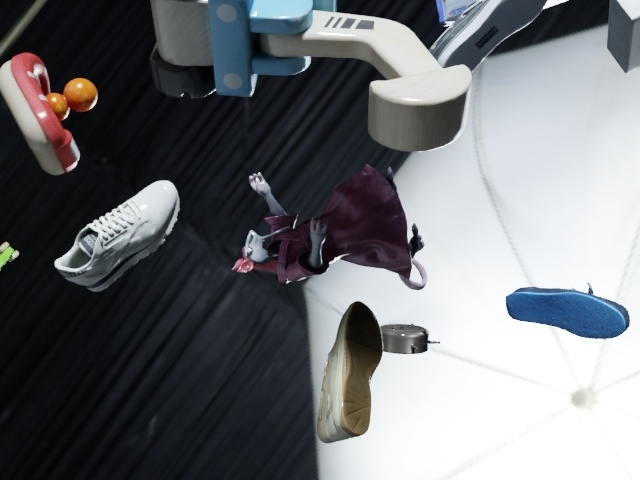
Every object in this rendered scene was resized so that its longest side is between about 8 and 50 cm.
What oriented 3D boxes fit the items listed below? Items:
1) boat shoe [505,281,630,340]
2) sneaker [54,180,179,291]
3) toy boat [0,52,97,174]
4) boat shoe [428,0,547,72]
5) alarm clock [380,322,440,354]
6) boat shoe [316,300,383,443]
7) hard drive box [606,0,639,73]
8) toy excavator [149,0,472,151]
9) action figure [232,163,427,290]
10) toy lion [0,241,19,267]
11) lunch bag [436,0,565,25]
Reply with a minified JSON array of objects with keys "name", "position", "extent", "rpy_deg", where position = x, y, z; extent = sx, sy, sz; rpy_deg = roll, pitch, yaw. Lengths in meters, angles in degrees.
[{"name":"boat shoe","position":[0.485,0.121,1.865],"extent":[0.258,0.108,0.089],"rpy_deg":[16,25,41]},{"name":"sneaker","position":[-0.332,-0.013,1.590],"extent":[0.090,0.235,0.095],"rpy_deg":[46,4,35]},{"name":"toy boat","position":[-0.468,-0.240,1.704],"extent":[0.231,0.151,0.151],"rpy_deg":[56,-13,26]},{"name":"boat shoe","position":[0.346,-0.461,1.998],"extent":[0.108,0.301,0.102],"rpy_deg":[35,14,-43]},{"name":"alarm clock","position":[0.182,0.233,2.326],"extent":[0.192,0.064,0.129],"rpy_deg":[1,4,38]},{"name":"boat shoe","position":[0.048,0.251,1.865],"extent":[0.109,0.098,0.302],"rpy_deg":[36,44,-30]},{"name":"hard drive box","position":[0.729,-0.490,2.092],"extent":[0.089,0.181,0.232],"rpy_deg":[63,3,23]},{"name":"toy excavator","position":[-0.025,-0.301,1.309],"extent":[0.446,0.432,0.222],"rpy_deg":[2,-46,4]},{"name":"action figure","position":[0.000,0.000,1.928],"extent":[0.248,0.370,0.275],"rpy_deg":[-117,-174,-50]},{"name":"toy lion","position":[-0.599,0.059,1.728],"extent":[0.034,0.100,0.096],"rpy_deg":[45,32,-18]},{"name":"lunch bag","position":[0.450,-0.760,2.431],"extent":[0.328,0.385,0.239],"rpy_deg":[-14,-6,32]}]
